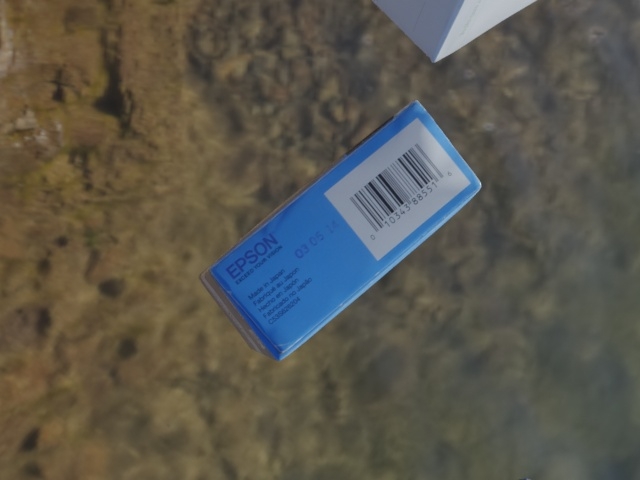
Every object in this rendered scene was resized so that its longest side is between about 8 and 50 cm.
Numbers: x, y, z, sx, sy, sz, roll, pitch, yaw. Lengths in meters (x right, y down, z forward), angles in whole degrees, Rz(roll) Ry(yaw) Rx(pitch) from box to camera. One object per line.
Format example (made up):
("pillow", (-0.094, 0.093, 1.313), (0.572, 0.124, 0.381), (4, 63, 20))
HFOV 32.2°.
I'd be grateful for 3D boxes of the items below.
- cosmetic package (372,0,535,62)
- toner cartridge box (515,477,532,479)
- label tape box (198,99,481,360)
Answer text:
("cosmetic package", (0.046, -0.347, 0.872), (0.155, 0.365, 0.197), (-33, 161, -29))
("toner cartridge box", (-0.005, 0.180, 0.286), (0.075, 0.348, 0.165), (-36, 84, -31))
("label tape box", (0.000, 0.000, 1.107), (0.240, 0.333, 0.106), (-40, 92, -9))
